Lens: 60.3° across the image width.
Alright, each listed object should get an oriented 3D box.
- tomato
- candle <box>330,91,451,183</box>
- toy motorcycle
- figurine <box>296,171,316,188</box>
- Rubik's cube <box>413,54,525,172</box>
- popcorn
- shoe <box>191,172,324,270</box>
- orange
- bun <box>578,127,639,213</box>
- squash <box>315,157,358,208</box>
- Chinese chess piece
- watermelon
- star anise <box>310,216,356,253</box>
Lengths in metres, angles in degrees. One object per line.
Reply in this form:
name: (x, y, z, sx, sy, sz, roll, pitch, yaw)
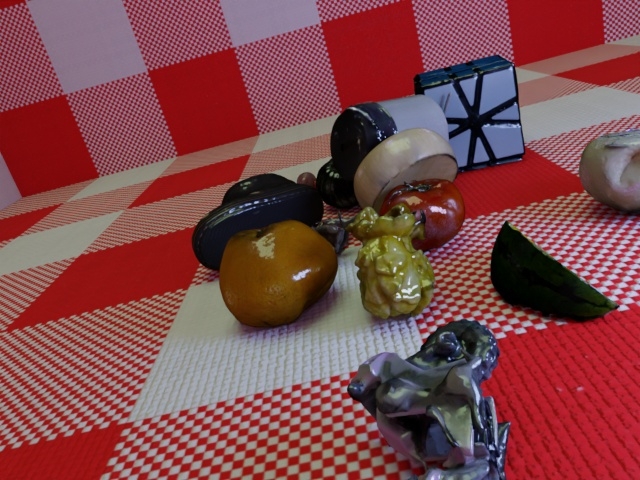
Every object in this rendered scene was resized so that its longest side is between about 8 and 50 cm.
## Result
tomato: (0.219, -0.052, 1.190, 0.187, 0.151, 0.187, -8, 14, 2)
candle: (0.208, -0.274, 1.484, 0.343, 0.221, 0.221, -16, 19, -29)
toy motorcycle: (0.114, 0.225, 0.612, 0.188, 0.143, 0.327, -16, 34, 23)
figurine: (-0.045, -0.197, 1.860, 0.071, 0.066, 0.083, 3, 3, -7)
Rubik's cube: (0.445, -0.383, 1.682, 0.289, 0.293, 0.283, -13, 19, 12)
popcorn: (0.120, 0.038, 0.972, 0.174, 0.195, 0.168, 0, 18, 25)
shoe: (-0.198, -0.063, 1.479, 0.384, 0.171, 0.237, -27, 30, -30)
orange: (-0.084, 0.053, 1.097, 0.249, 0.183, 0.249, -15, 21, 6)
bun: (0.658, -0.143, 1.104, 0.273, 0.168, 0.273, -5, 13, 1)
squash: (0.079, -0.180, 1.614, 0.193, 0.156, 0.193, -29, 36, 23)
Chinese chess piece: (0.205, -0.152, 1.328, 0.257, 0.257, 0.104, -22, 61, -16)
watermelon: (0.368, 0.044, 0.938, 0.129, 0.123, 0.301, 3, 20, -12)
star anise: (0.001, 0.000, 1.299, 0.231, 0.089, 0.209, -19, 5, -23)
